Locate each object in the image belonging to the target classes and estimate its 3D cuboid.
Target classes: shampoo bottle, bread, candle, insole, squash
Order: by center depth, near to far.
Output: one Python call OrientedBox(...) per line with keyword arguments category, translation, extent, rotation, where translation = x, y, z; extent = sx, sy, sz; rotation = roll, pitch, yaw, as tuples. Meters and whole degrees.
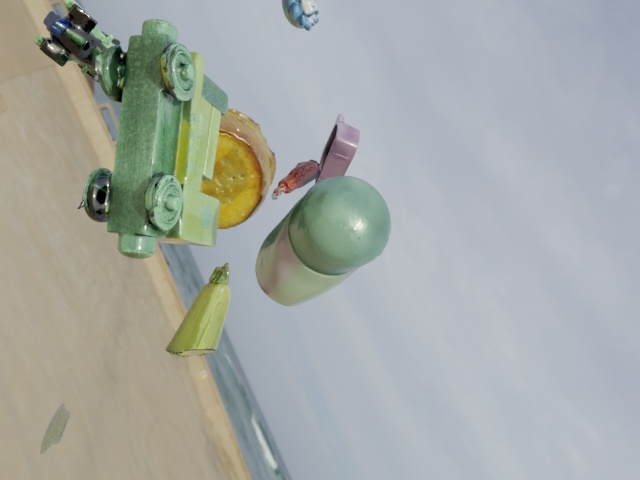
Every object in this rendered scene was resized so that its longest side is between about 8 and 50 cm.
OrientedBox(category="shampoo bottle", translation=(0.000, 0.000, 0.894), extent=(0.151, 0.221, 0.349), rotation=(37, -23, -6))
OrientedBox(category="candle", translation=(-0.064, -0.139, 1.200), extent=(0.048, 0.162, 0.053), rotation=(-14, -70, 46))
OrientedBox(category="insole", translation=(-0.612, 0.437, 1.206), extent=(0.322, 0.007, 0.109), rotation=(134, -27, -63))
OrientedBox(category="squash", translation=(-0.304, 0.206, 1.452), extent=(0.137, 0.287, 0.137), rotation=(21, -24, 10))
OrientedBox(category="bread", translation=(-0.320, -0.215, 1.553), extent=(0.215, 0.399, 0.397), rotation=(-107, -178, -57))

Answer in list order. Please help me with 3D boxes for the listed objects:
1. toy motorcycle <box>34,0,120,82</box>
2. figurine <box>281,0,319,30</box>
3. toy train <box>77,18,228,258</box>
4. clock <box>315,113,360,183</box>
OrientedBox(category="toy motorcycle", translation=(-0.459, -0.382, 1.172), extent=(0.331, 0.125, 0.196), rotation=(37, 4, -41))
OrientedBox(category="figurine", translation=(-0.050, -0.546, 1.209), extent=(0.114, 0.079, 0.114), rotation=(33, 49, -50))
OrientedBox(category="toy train", translation=(-0.270, -0.161, 0.905), extent=(0.253, 0.160, 0.396), rotation=(21, 73, -74))
OrientedBox(category="clock", translation=(0.038, -0.191, 1.115), extent=(0.152, 0.050, 0.109), rotation=(119, -15, -50))
